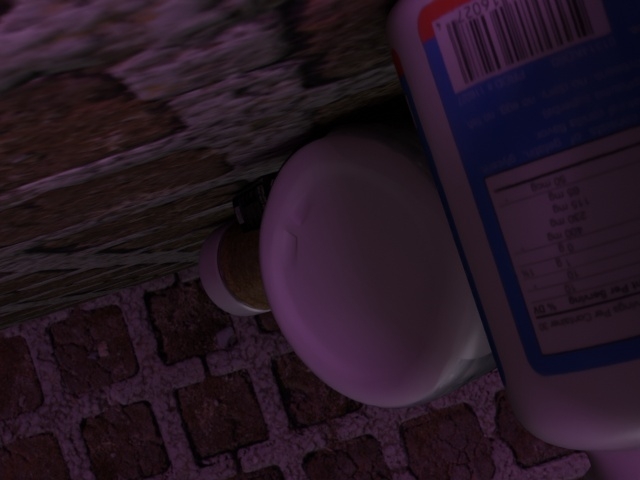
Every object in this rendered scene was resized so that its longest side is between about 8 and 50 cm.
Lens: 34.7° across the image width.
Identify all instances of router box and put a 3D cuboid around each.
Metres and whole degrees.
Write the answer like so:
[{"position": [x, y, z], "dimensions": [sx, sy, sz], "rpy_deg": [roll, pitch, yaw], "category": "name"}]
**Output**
[{"position": [-0.007, -0.045, 0.912], "dimensions": [0.122, 0.038, 0.092], "rpy_deg": [-18, 178, -22], "category": "router box"}]

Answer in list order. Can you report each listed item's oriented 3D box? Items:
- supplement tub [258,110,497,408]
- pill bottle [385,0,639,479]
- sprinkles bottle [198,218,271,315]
[{"position": [0.124, -0.011, 0.766], "dimensions": [0.316, 0.193, 0.194], "rpy_deg": [-17, 179, -45], "category": "supplement tub"}, {"position": [0.114, 0.001, 0.375], "dimensions": [0.124, 0.221, 0.124], "rpy_deg": [-18, 179, 0], "category": "pill bottle"}, {"position": [0.000, 0.000, 1.151], "dimensions": [0.121, 0.121, 0.355], "rpy_deg": [-17, 178, -39], "category": "sprinkles bottle"}]
